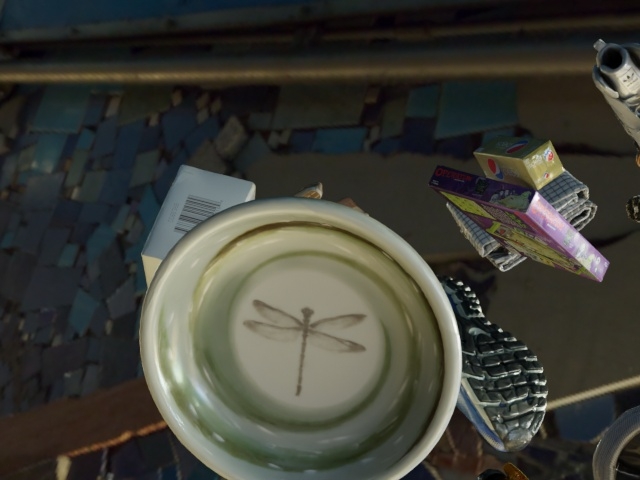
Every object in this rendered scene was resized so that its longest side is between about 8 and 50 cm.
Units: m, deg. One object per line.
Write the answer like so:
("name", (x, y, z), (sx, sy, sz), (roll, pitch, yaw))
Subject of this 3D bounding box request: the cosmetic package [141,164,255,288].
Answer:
("cosmetic package", (-0.231, 0.057, 1.661), (0.156, 0.217, 0.385), (15, -29, 5))

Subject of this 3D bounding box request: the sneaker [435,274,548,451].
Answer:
("sneaker", (0.203, 0.185, 1.188), (0.129, 0.147, 0.330), (3, 28, -19))

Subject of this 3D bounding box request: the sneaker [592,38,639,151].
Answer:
("sneaker", (0.705, -0.285, 1.829), (0.210, 0.137, 0.366), (30, 29, -49))

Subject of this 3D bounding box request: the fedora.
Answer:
("fedora", (0.537, 0.327, 1.248), (0.275, 0.244, 0.124), (-1, 12, 8))

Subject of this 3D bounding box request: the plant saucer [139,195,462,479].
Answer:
("plant saucer", (-0.023, 0.132, 1.063), (0.400, 0.400, 0.100), (18, 18, 6))

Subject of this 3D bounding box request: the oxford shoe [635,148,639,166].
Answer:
("oxford shoe", (0.692, -0.179, 1.572), (0.076, 0.212, 0.076), (-114, -176, -47))

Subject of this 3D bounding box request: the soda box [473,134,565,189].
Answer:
("soda box", (0.329, -0.133, 1.413), (0.061, 0.058, 0.181), (58, -7, -16))

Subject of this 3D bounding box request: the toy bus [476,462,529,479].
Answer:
("toy bus", (0.356, 0.575, 1.621), (0.211, 0.220, 0.149), (48, -1, -18))

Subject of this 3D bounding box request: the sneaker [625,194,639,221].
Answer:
("sneaker", (0.830, -0.084, 1.972), (0.106, 0.078, 0.234), (-11, 5, -20))

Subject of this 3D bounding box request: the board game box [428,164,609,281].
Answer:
("board game box", (0.364, -0.027, 1.526), (0.208, 0.056, 0.347), (27, -3, 42))

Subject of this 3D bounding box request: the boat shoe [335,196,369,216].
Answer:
("boat shoe", (0.000, 0.000, 1.664), (0.123, 0.116, 0.324), (-26, -3, -38))

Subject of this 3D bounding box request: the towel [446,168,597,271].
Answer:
("towel", (0.472, -0.065, 1.999), (0.121, 0.283, 0.235), (56, 3, -33))

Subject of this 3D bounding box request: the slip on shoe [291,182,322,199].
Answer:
("slip on shoe", (-0.048, -0.106, 2.124), (0.051, 0.041, 0.135), (38, -47, -24))
